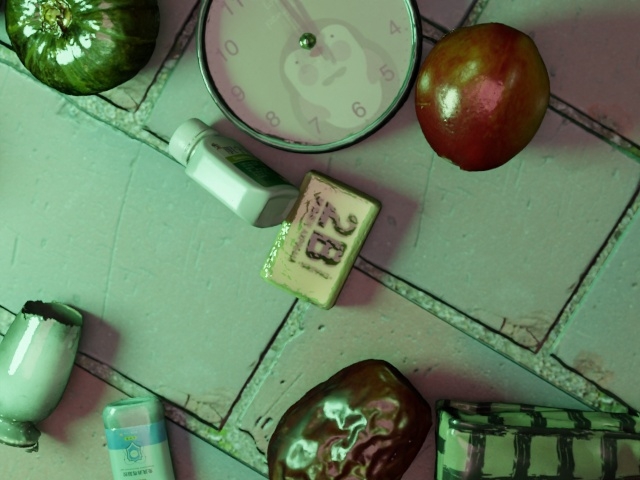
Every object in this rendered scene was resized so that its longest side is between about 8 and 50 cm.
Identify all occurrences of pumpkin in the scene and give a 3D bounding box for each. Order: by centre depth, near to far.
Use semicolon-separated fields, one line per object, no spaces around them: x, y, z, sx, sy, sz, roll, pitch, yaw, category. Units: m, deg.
-0.323;-0.306;1.871;0.223;0.157;0.224;4;102;19;pumpkin

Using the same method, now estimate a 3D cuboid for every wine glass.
-0.414;0.189;1.958;0.111;0.111;0.204;23;102;1;wine glass

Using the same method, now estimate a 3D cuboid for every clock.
-0.017;-0.277;1.899;0.318;0.066;0.319;1;97;5;clock

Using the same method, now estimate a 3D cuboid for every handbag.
0.312;0.388;1.910;0.327;0.162;0.325;3;99;-2;handbag

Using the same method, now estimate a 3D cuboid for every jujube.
0.037;0.282;1.914;0.183;0.183;0.243;44;94;-2;jujube

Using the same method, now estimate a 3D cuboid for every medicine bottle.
-0.124;-0.094;1.895;0.183;0.119;0.069;37;110;22;medicine bottle
-0.257;0.333;1.993;0.090;0.054;0.209;-9;97;5;medicine bottle

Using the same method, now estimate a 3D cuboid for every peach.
0.211;-0.185;1.835;0.197;0.197;0.197;0;97;4;peach

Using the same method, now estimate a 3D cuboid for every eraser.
0.000;0.000;1.933;0.117;0.058;0.172;26;98;1;eraser

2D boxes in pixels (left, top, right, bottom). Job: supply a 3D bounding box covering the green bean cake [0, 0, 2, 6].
-0.539;-0.387;1.872;0.227;0.125;0.223;15;94;20;green bean cake
